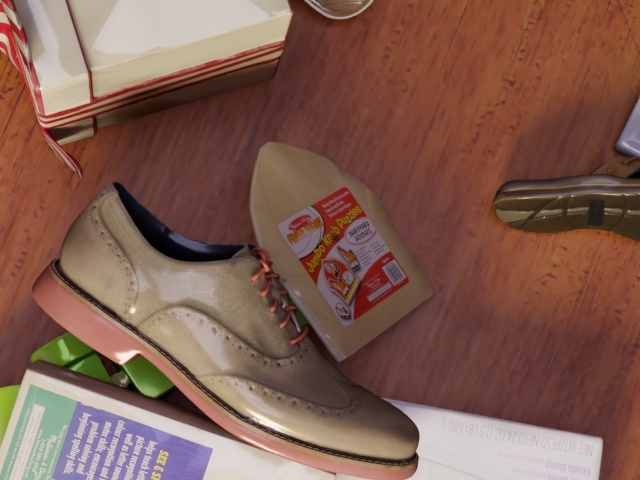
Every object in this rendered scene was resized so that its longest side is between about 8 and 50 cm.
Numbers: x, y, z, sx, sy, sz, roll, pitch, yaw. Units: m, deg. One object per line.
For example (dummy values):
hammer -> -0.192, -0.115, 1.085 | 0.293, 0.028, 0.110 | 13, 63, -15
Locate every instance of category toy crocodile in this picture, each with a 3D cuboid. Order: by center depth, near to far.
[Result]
toy crocodile -> -0.141, 0.105, 1.533 | 0.340, 0.105, 0.115 | -28, 84, -11

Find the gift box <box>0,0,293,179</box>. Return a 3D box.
gift box -> -0.177, -0.215, 1.502 | 0.258, 0.255, 0.276 | -16, 78, -8

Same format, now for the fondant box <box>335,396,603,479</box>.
fondant box -> 0.100, 0.313, 1.506 | 0.238, 0.096, 0.330 | 10, 81, -1

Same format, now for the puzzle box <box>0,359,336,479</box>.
puzzle box -> -0.174, 0.331, 1.453 | 0.272, 0.052, 0.409 | 19, 97, 1

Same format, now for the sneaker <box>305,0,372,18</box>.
sneaker -> -0.021, -0.348, 1.613 | 0.106, 0.123, 0.290 | -23, 105, 11

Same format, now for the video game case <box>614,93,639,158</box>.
video game case -> 0.419, -0.125, 1.632 | 0.227, 0.026, 0.206 | 27, 80, 3

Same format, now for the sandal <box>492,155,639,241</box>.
sandal -> 0.267, -0.043, 1.592 | 0.219, 0.090, 0.060 | 1, 58, 4

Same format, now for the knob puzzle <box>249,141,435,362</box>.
knob puzzle -> 0.000, 0.000, 1.534 | 0.213, 0.030, 0.213 | 28, 45, -31

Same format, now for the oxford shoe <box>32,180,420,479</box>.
oxford shoe -> -0.058, 0.076, 1.414 | 0.348, 0.123, 0.130 | 29, 101, -2
